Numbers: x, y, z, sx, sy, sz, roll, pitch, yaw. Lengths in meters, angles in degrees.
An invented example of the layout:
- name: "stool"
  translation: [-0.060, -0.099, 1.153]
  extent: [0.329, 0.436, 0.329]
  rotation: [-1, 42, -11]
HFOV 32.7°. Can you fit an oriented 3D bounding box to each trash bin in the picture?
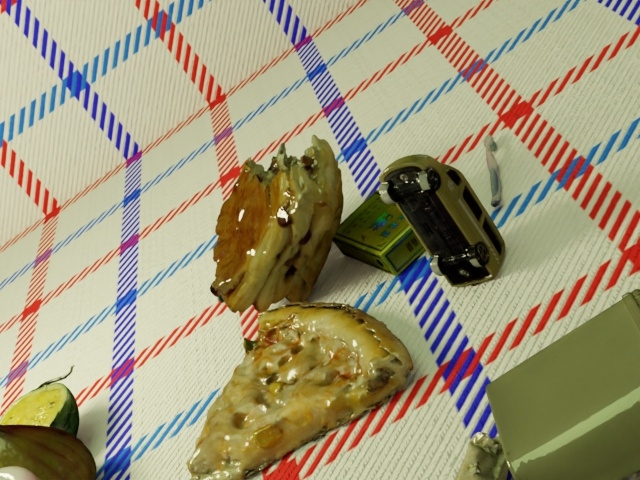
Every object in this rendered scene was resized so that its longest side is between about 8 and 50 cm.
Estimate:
- name: "trash bin"
  translation: [0.345, 0.200, 1.361]
  extent: [0.247, 0.121, 0.243]
  rotation: [-32, 25, 15]

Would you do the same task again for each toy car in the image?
- name: "toy car"
  translation: [0.206, -0.047, 1.809]
  extent: [0.101, 0.256, 0.124]
  rotation: [-17, 28, 38]

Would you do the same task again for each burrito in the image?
- name: "burrito"
  translation: [0.186, 0.341, 1.384]
  extent: [0.087, 0.060, 0.226]
  rotation: [-10, 36, 43]

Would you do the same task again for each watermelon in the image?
- name: "watermelon"
  translation: [-0.563, 0.389, 2.193]
  extent: [0.204, 0.127, 0.232]
  rotation: [-32, 23, 11]

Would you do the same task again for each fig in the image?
- name: "fig"
  translation: [-0.550, 0.388, 1.950]
  extent: [0.217, 0.320, 0.217]
  rotation: [-24, 29, 14]

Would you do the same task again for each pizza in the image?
- name: "pizza"
  translation: [-0.049, 0.217, 1.889]
  extent: [0.435, 0.080, 0.392]
  rotation: [-29, 26, 12]

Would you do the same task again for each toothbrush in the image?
- name: "toothbrush"
  translation: [0.327, -0.134, 2.073]
  extent: [0.021, 0.027, 0.269]
  rotation: [-43, 19, 28]

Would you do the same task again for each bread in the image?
- name: "bread"
  translation: [-0.062, -0.045, 2.119]
  extent: [0.370, 0.192, 0.314]
  rotation: [-55, 25, 38]

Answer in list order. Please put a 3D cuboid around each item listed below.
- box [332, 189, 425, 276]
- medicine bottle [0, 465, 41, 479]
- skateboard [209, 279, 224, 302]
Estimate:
- name: "box"
  translation: [0.126, -0.018, 2.088]
  extent: [0.141, 0.064, 0.220]
  rotation: [-43, 23, -13]
- name: "medicine bottle"
  translation: [-0.338, 0.493, 1.410]
  extent: [0.219, 0.388, 0.219]
  rotation: [-28, 26, 15]
- name: "skateboard"
  translation: [-0.173, 0.081, 2.318]
  extent: [0.151, 0.067, 0.080]
  rotation: [-20, 20, 40]
